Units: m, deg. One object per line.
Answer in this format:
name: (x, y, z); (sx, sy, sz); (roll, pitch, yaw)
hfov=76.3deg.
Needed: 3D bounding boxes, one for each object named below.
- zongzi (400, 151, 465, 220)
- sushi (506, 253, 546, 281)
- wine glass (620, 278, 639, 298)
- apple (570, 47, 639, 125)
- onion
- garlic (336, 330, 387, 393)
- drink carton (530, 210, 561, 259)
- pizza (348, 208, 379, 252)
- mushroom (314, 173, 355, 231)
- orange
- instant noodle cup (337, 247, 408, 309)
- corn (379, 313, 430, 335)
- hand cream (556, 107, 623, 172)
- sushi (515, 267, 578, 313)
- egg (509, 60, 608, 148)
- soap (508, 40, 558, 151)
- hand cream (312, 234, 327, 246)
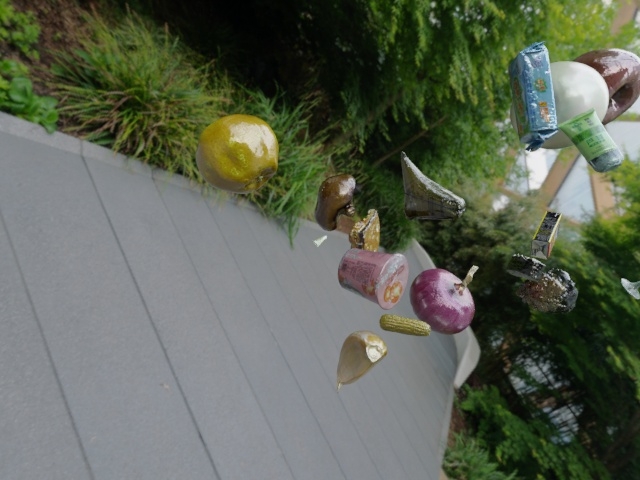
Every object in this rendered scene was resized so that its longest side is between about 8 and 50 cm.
zongzi: (0.460, -0.229, 1.677); (0.123, 0.260, 0.289); (-23, 112, -51)
sushi: (0.746, 0.097, 1.483); (0.090, 0.078, 0.150); (26, 1, -4)
wine glass: (1.271, 0.050, 1.567); (0.264, 0.309, 0.096); (43, 41, 5)
apple: (1.015, -0.563, 1.521); (0.305, 0.305, 0.235); (42, 14, -44)
onion: (0.640, 0.304, 2.114); (0.358, 0.358, 0.345); (62, -21, 24)
garlic: (0.137, 0.415, 1.428); (0.145, 0.245, 0.164); (31, 30, -3)
drink carton: (0.710, -0.019, 1.283); (0.165, 0.056, 0.071); (-44, 136, -37)
pizza: (0.248, 0.010, 2.304); (0.277, 0.114, 0.409); (17, 80, -55)
mushroom: (0.044, -0.149, 1.515); (0.138, 0.231, 0.194); (12, 33, -21)
orange: (-0.266, -0.278, 1.340); (0.235, 0.279, 0.279); (61, 14, 4)
instant noodle cup: (0.219, 0.151, 1.752); (0.231, 0.243, 0.243); (14, -18, 39)
corn: (0.372, 0.375, 1.801); (0.080, 0.231, 0.080); (-10, 102, -61)
hand cream: (0.700, -0.254, 1.047); (0.046, 0.095, 0.175); (31, 37, -60)
sushi: (1.116, 0.254, 2.012); (0.218, 0.239, 0.225); (5, 25, -37)
egg: (0.776, -0.438, 1.337); (0.283, 0.283, 0.345); (55, 31, -2)
soap: (0.598, -0.402, 1.152); (0.156, 0.077, 0.293); (-25, 104, -76)
hand cream: (0.000, 0.000, 1.743); (0.035, 0.022, 0.102); (48, 35, 5)
